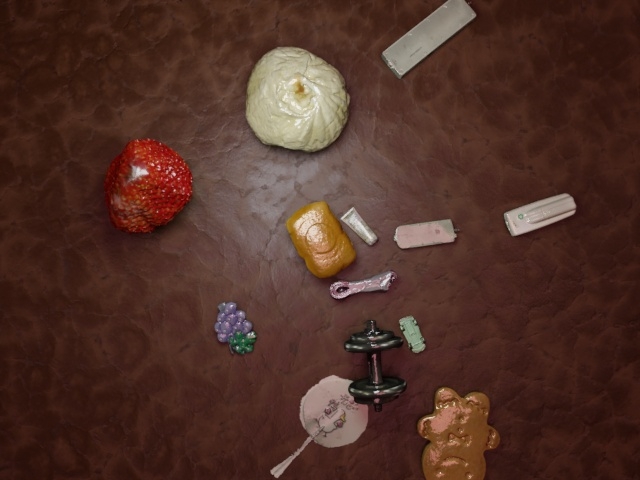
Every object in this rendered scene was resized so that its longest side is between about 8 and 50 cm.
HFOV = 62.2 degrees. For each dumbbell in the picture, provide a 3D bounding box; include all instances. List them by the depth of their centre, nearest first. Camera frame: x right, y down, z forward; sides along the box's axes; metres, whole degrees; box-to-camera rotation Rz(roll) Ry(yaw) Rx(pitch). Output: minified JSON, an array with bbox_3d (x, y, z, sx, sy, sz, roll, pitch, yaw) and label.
[{"bbox_3d":[0.176,0.399,1.698,0.192,0.192,0.289,-5,87,0],"label":"dumbbell"}]

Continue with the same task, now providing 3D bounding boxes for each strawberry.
[{"bbox_3d":[-0.542,-0.168,1.647,0.267,0.351,0.311,19,82,-7],"label":"strawberry"}]

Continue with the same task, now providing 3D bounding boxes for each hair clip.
[{"bbox_3d":[-0.290,0.297,1.782,0.124,0.052,0.195,-29,96,7],"label":"hair clip"}]

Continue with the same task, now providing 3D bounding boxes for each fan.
[{"bbox_3d":[-0.009,0.641,1.777,0.233,0.012,0.414,42,88,2],"label":"fan"}]

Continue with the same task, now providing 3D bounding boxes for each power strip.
[{"bbox_3d":[0.359,-0.021,1.794,0.227,0.029,0.079,-7,86,1],"label":"power strip"},{"bbox_3d":[0.375,-0.701,1.814,0.367,0.043,0.106,-38,88,-1],"label":"power strip"}]

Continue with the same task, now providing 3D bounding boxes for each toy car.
[{"bbox_3d":[0.309,0.315,1.778,0.059,0.035,0.121,-24,96,-1],"label":"toy car"}]

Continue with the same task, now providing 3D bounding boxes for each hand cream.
[{"bbox_3d":[0.134,-0.042,1.797,0.061,0.039,0.143,-42,79,5],"label":"hand cream"}]

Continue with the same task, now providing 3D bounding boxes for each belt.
[{"bbox_3d":[0.144,0.154,1.777,0.232,0.053,0.071,-13,80,0],"label":"belt"}]

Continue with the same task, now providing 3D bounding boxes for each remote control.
[{"bbox_3d":[0.740,-0.089,1.784,0.230,0.049,0.090,-20,85,1],"label":"remote control"}]

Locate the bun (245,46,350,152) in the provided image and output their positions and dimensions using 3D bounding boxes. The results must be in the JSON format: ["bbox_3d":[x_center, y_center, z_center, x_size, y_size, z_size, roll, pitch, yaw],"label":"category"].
[{"bbox_3d":[-0.081,-0.460,1.716,0.349,0.227,0.352,-15,86,2],"label":"bun"}]

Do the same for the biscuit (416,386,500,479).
[{"bbox_3d":[0.450,0.669,1.755,0.275,0.052,0.354,12,87,1],"label":"biscuit"}]

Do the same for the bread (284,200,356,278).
[{"bbox_3d":[0.000,0.000,1.750,0.174,0.121,0.245,-29,86,0],"label":"bread"}]
